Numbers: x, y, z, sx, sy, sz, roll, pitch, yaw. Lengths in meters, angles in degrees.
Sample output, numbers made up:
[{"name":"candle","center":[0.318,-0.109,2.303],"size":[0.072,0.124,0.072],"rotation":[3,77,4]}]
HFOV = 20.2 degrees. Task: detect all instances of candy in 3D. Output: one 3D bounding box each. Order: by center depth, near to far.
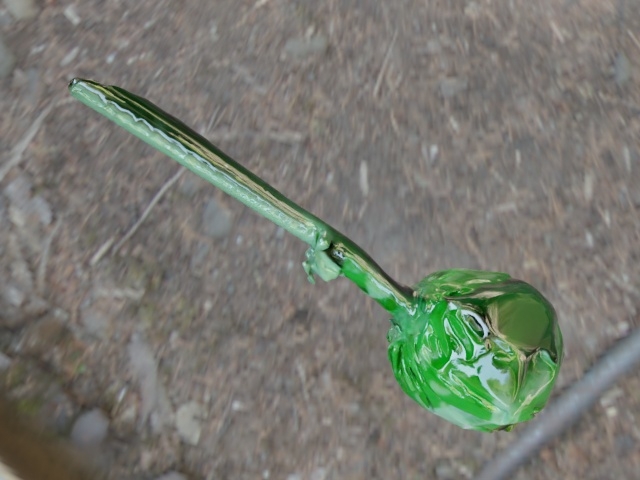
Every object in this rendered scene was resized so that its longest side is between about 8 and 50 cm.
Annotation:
[{"name":"candy","center":[-0.001,0.001,0.979],"size":[0.323,0.097,0.097],"rotation":[34,106,-18]}]
